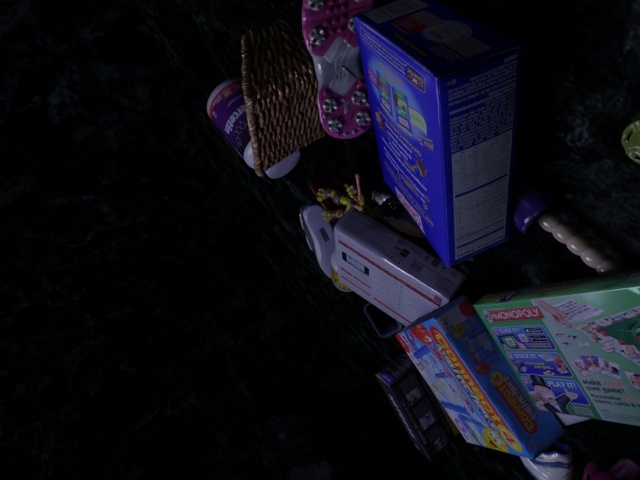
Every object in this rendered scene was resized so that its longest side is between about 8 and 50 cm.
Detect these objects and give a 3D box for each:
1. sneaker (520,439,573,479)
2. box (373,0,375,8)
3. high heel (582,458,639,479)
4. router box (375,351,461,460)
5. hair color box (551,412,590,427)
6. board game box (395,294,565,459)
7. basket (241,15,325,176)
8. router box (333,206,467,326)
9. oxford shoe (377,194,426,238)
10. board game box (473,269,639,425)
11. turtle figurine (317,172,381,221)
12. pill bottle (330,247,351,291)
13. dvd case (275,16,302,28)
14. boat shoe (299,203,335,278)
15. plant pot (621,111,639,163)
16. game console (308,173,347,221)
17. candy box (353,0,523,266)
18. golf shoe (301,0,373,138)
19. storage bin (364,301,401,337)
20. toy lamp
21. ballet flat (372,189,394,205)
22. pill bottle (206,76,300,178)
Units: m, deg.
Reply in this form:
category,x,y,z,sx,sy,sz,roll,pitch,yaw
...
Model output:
category,x,y,z,sx,sy,sz,roll,pitch,yaw
sneaker,0.515,0.478,1.192,0.296,0.112,0.131,35,137,50
box,0.047,-0.431,0.821,0.114,0.036,0.207,43,160,38
high heel,0.596,0.542,0.995,0.082,0.117,0.244,48,163,26
router box,0.335,0.451,1.371,0.309,0.243,0.081,62,163,-19
hair color box,0.444,0.279,0.940,0.174,0.105,0.347,51,164,24
board game box,0.318,0.294,1.007,0.308,0.086,0.302,56,166,13
basket,-0.127,-0.345,1.106,0.213,0.223,0.299,51,165,16
router box,0.194,0.100,1.228,0.335,0.082,0.301,33,157,22
oxford shoe,0.230,-0.046,1.014,0.096,0.083,0.227,38,172,-28
board game box,0.387,0.159,0.661,0.213,0.046,0.317,60,156,0
turtle figurine,0.093,-0.097,1.262,0.217,0.087,0.269,18,149,42
pill bottle,0.093,0.084,1.583,0.117,0.117,0.208,49,164,24
dvd case,-0.021,-0.425,1.073,0.221,0.018,0.164,39,157,48
boat shoe,0.000,0.000,1.718,0.102,0.108,0.301,24,142,63
plant pot,0.351,-0.115,0.465,0.083,0.079,0.083,50,163,22
game console,0.019,-0.125,1.452,0.144,0.124,0.085,55,138,0
candy box,0.173,-0.166,0.706,0.268,0.122,0.317,-115,6,-47
golf shoe,0.029,-0.336,0.795,0.140,0.115,0.306,-93,0,-55
storage bin,0.221,0.250,1.614,0.135,0.098,0.091,58,-168,-8
toy lamp,0.373,0.012,0.661,0.274,0.080,0.080,49,163,26
ballet flat,0.175,-0.090,1.146,0.114,0.041,0.041,53,164,11
pill bottle,-0.207,-0.354,1.476,0.323,0.181,0.181,50,164,18
